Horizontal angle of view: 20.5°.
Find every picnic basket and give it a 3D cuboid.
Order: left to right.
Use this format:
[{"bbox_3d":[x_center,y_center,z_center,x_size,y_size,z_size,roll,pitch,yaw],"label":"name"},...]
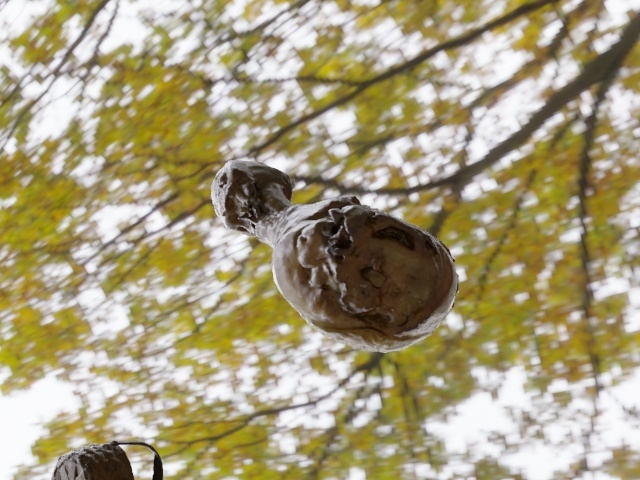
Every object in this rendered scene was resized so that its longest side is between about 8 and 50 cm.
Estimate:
[{"bbox_3d":[-0.152,0.184,1.321,0.083,0.072,0.072,3,-101,-43],"label":"picnic basket"}]

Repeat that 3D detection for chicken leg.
[{"bbox_3d":[-0.002,0.002,1.170,0.107,0.251,0.087,23,-84,-35],"label":"chicken leg"}]
